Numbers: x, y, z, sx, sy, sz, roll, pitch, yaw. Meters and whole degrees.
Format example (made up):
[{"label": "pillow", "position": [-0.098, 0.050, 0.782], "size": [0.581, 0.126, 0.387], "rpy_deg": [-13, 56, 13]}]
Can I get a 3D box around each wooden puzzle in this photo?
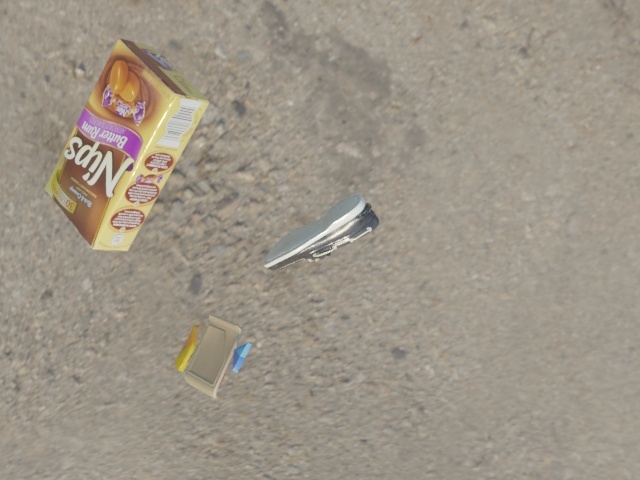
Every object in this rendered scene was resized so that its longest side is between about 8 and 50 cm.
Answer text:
[{"label": "wooden puzzle", "position": [-0.103, 0.111, 0.974], "size": [0.014, 0.116, 0.079], "rpy_deg": [23, 91, -32]}]

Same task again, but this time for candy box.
[{"label": "candy box", "position": [-0.199, -0.094, 1.016], "size": [0.053, 0.187, 0.109], "rpy_deg": [4, 34, -51]}]

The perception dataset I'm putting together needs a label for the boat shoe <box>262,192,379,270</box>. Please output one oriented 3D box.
[{"label": "boat shoe", "position": [0.000, 0.000, 0.992], "size": [0.038, 0.125, 0.046], "rpy_deg": [49, 18, -24]}]
